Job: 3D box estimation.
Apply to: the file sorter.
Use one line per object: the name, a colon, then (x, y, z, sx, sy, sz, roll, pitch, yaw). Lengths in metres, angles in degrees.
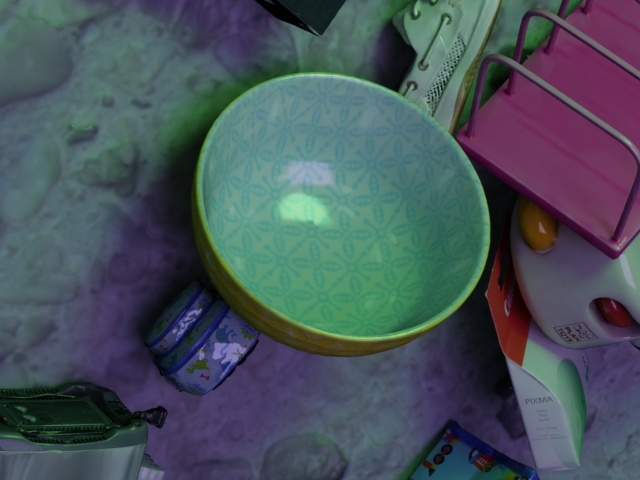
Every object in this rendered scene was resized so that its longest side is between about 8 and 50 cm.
file sorter: (0.305, -0.176, 1.896, 0.291, 0.202, 0.182, -46, 163, -24)

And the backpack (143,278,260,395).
backpack: (-0.115, 0.094, 1.856, 0.084, 0.114, 0.105, 41, 85, -15)

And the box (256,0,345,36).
box: (-0.027, -0.300, 1.782, 0.156, 0.093, 0.158, 37, 87, -35)

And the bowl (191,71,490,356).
bowl: (0.000, 0.000, 1.850, 0.289, 0.289, 0.156, -14, 157, -27)

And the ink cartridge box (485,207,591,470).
ink cartridge box: (0.234, 0.101, 2.048, 0.056, 0.181, 0.225, -7, 119, 17)

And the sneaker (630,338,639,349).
sneaker: (0.406, -0.034, 2.127, 0.295, 0.123, 0.178, -53, 131, -15)

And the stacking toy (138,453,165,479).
stacking toy: (-0.148, 0.311, 1.957, 0.221, 0.052, 0.167, 20, 98, -37)

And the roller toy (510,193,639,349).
roller toy: (0.288, 0.014, 2.021, 0.209, 0.146, 0.191, -25, 99, -57)

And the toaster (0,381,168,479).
toaster: (-0.259, 0.218, 1.807, 0.227, 0.129, 0.146, 1, 110, -34)

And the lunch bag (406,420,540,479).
lunch bag: (0.180, 0.381, 2.148, 0.221, 0.138, 0.293, -49, 134, -11)

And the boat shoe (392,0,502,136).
boat shoe: (0.117, -0.204, 1.905, 0.096, 0.098, 0.277, 20, 101, 3)
